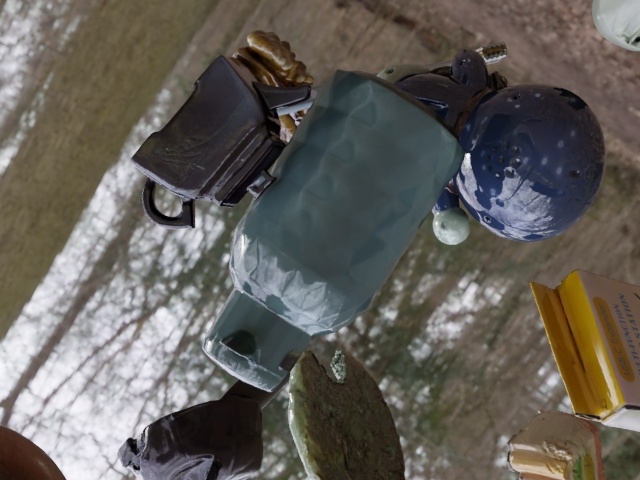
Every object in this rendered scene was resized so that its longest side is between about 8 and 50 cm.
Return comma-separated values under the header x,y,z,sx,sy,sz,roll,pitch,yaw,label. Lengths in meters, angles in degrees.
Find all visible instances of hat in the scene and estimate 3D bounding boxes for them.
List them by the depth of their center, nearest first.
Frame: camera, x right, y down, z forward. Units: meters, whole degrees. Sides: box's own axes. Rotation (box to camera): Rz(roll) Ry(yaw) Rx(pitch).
x,y,z,sx,sy,sz,roll,pitch,yaw,label
-0.159,0.370,1.824,0.336,0.238,0.209,-26,-107,-26,hat

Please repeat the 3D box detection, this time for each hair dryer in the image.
x,y,z,sx,sy,sz,roll,pitch,yaw,label
0.395,-0.344,1.150,0.119,0.298,0.296,11,-158,-2,hair dryer

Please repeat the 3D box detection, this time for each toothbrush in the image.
x,y,z,sx,sy,sz,roll,pitch,yaw,label
0.072,-0.182,1.179,0.342,0.025,0.030,-17,180,-24,toothbrush

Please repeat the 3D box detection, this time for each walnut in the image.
x,y,z,sx,sy,sz,roll,pitch,yaw,label
-0.068,-0.210,1.486,0.069,0.143,0.170,21,156,49,walnut

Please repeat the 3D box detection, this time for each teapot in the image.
x,y,z,sx,sy,sz,roll,pitch,yaw,label
-0.079,-0.076,0.885,0.096,0.177,0.087,44,-173,7,teapot

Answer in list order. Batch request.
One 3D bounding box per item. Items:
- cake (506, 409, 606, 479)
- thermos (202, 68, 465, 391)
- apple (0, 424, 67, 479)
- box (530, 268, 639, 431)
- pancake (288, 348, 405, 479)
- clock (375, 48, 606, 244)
x,y,z,sx,sy,sz,roll,pitch,yaw,label
0.342,0.340,1.382,0.109,0.090,0.225,-38,-74,-42,cake
0.000,0.000,0.947,0.145,0.286,0.182,32,177,10,thermos
-0.447,0.385,1.218,0.339,0.305,0.338,26,-135,-29,apple
0.284,0.099,0.825,0.247,0.033,0.129,14,-134,-29,box
0.034,0.247,1.277,0.253,0.037,0.253,46,-149,-38,pancake
0.165,-0.088,1.049,0.243,0.199,0.146,20,-173,31,clock
